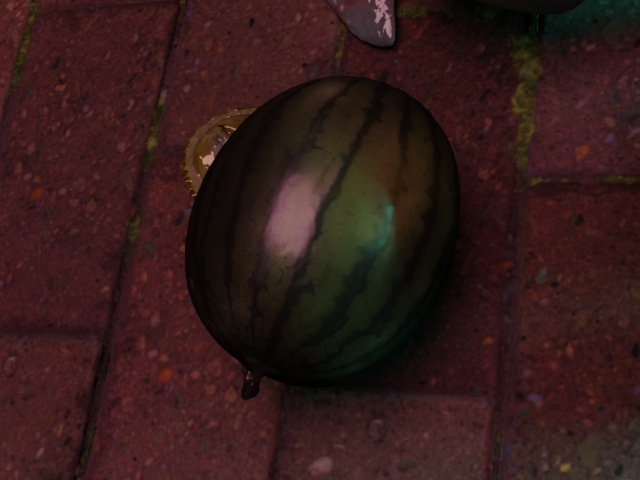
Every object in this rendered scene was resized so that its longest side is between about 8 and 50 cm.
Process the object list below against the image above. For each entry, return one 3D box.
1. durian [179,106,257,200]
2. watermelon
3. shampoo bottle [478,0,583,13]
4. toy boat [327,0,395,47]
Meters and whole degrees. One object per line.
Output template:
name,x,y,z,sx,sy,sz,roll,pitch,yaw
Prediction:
durian,-0.073,-0.098,1.365,0.208,0.102,0.146,-19,62,-14
watermelon,0.000,0.000,1.178,0.279,0.279,0.359,16,69,26
shampoo bottle,0.238,-0.419,1.241,0.317,0.322,0.322,6,69,1
toy boat,0.057,-0.379,1.451,0.206,0.096,0.282,-4,79,26
